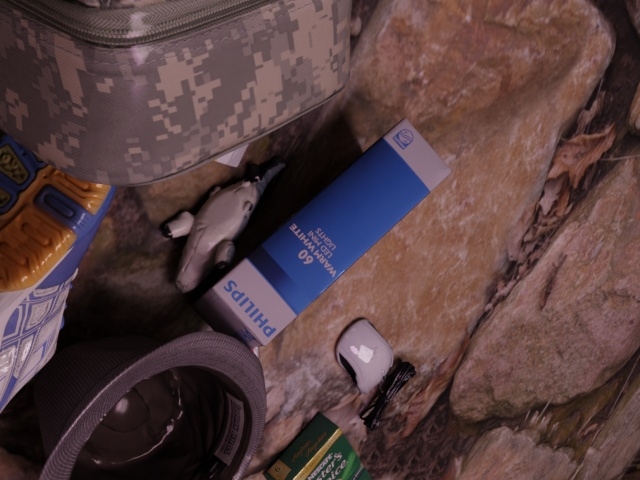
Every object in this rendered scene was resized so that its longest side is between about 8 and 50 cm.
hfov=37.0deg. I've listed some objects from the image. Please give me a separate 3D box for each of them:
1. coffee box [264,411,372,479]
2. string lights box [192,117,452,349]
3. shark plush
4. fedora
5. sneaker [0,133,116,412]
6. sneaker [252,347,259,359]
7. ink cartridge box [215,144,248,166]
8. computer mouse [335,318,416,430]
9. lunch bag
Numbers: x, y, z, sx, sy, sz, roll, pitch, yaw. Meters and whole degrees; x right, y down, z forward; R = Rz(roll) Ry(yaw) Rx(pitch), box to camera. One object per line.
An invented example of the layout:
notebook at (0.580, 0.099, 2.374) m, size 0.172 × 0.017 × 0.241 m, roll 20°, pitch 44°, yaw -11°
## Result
coffee box at (0.001, 0.318, 1.283) m, size 0.113 × 0.040 × 0.184 m, roll -45°, pitch 143°, yaw -16°
string lights box at (0.000, 0.000, 0.957) m, size 0.259 × 0.077 × 0.133 m, roll -42°, pitch -178°, yaw -20°
shark plush at (-0.095, -0.024, 0.930) m, size 0.067 × 0.073 × 0.161 m, roll 91°, pitch 21°, yaw -63°
fedora at (-0.176, 0.169, 0.891) m, size 0.244 × 0.124 × 0.275 m, roll -56°, pitch 145°, yaw -1°
sneaker at (-0.248, 0.038, 0.749) m, size 0.296 × 0.112 × 0.131 m, roll -53°, pitch 160°, yaw 0°
sneaker at (-0.109, 0.147, 1.025) m, size 0.067 × 0.042 × 0.119 m, roll 1°, pitch 111°, yaw -46°
ink cartridge box at (-0.129, -0.139, 0.768) m, size 0.209 × 0.062 × 0.109 m, roll 15°, pitch 105°, yaw -53°
computer mouse at (0.072, 0.173, 1.255) m, size 0.106 × 0.042 × 0.193 m, roll -47°, pitch 143°, yaw -12°
lunch bag at (-0.133, -0.213, 0.511) m, size 0.212 × 0.305 × 0.256 m, roll -29°, pitch 139°, yaw -37°
